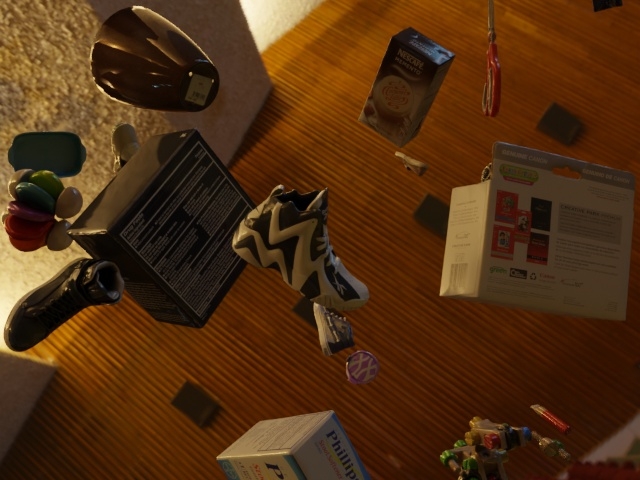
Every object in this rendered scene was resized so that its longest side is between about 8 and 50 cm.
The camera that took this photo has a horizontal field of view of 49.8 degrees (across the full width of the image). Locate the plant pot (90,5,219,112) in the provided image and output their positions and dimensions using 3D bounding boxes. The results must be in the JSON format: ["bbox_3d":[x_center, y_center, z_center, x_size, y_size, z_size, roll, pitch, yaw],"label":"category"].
[{"bbox_3d":[-0.329,-0.358,1.461,0.215,0.230,0.215,-35,-40,-35],"label":"plant pot"}]

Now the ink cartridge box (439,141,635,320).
[{"bbox_3d":[0.394,-0.010,1.238,0.130,0.310,0.271,170,109,-71],"label":"ink cartridge box"}]

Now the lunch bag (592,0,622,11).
[{"bbox_3d":[0.582,-0.512,1.392,0.067,0.065,0.098,57,-144,-43],"label":"lunch bag"}]

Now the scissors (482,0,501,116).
[{"bbox_3d":[0.336,-0.382,1.333,0.109,0.021,0.296,12,-99,-86],"label":"scissors"}]

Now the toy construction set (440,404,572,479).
[{"bbox_3d":[0.446,0.517,1.743,0.309,0.257,0.237,-31,21,-8],"label":"toy construction set"}]

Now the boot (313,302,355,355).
[{"bbox_3d":[0.037,0.224,1.824,0.086,0.190,0.069,-18,-50,4],"label":"boot"}]

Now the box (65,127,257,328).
[{"bbox_3d":[-0.305,-0.026,1.444,0.294,0.183,0.296,54,-126,-33],"label":"box"}]

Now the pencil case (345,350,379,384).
[{"bbox_3d":[0.107,0.336,1.798,0.088,0.086,0.206,-62,-9,-9],"label":"pencil case"}]

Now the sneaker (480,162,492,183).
[{"bbox_3d":[0.467,-0.139,1.738,0.110,0.107,0.275,-30,-16,-12],"label":"sneaker"}]

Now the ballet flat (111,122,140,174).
[{"bbox_3d":[-0.557,-0.247,2.007,0.086,0.086,0.248,-46,-8,-27],"label":"ballet flat"}]

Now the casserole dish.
[{"bbox_3d":[-0.669,-0.209,1.681,0.189,0.037,0.114,-8,-75,-39],"label":"casserole dish"}]

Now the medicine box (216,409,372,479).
[{"bbox_3d":[-0.039,0.523,1.464,0.149,0.263,0.289,-32,5,-41],"label":"medicine box"}]

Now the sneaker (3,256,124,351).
[{"bbox_3d":[-0.458,0.114,1.247,0.226,0.164,0.086,-53,-55,-31],"label":"sneaker"}]

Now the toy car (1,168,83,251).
[{"bbox_3d":[-0.612,-0.059,1.472,0.136,0.159,0.181,-54,-13,-71],"label":"toy car"}]

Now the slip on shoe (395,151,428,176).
[{"bbox_3d":[0.275,-0.237,2.122,0.051,0.135,0.041,9,-72,-47],"label":"slip on shoe"}]

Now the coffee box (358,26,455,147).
[{"bbox_3d":[0.207,-0.372,1.689,0.098,0.141,0.246,-38,-22,-44],"label":"coffee box"}]

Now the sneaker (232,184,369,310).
[{"bbox_3d":[0.000,0.000,1.057,0.153,0.235,0.094,-56,6,21],"label":"sneaker"}]
